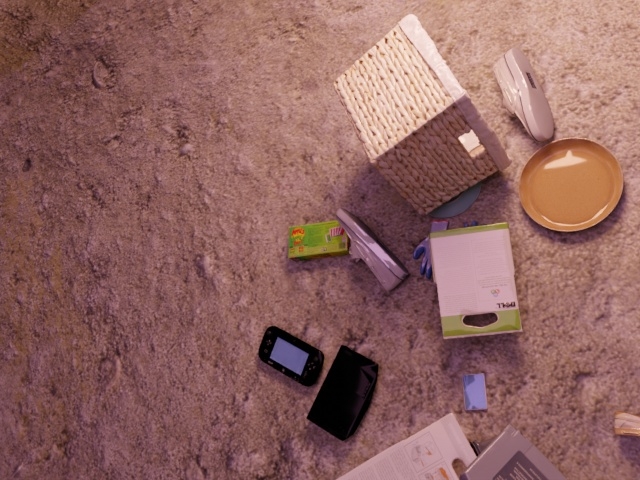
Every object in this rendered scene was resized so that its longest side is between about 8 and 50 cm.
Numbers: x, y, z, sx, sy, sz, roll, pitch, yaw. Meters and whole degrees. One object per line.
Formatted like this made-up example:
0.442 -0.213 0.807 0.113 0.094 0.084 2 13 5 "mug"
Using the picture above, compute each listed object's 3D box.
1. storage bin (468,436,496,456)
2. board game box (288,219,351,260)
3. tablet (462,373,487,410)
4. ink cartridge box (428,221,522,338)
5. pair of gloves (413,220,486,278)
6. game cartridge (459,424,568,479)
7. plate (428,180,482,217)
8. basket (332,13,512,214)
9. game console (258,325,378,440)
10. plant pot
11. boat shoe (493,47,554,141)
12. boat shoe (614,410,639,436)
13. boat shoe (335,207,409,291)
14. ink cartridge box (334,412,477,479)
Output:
0.396 0.501 1.481 0.091 0.098 0.135 -18 64 -9 "storage bin"
0.000 0.000 1.855 0.181 0.043 0.092 -8 71 24 "board game box"
0.366 0.359 1.581 0.054 0.006 0.083 -10 70 24 "tablet"
0.368 0.099 1.592 0.188 0.097 0.255 -8 80 13 "ink cartridge box"
0.333 0.024 1.691 0.198 0.023 0.159 6 77 27 "pair of gloves"
0.438 0.553 1.373 0.198 0.062 0.297 -35 70 -24 "game cartridge"
0.327 -0.151 1.747 0.188 0.024 0.188 -8 72 24 "plate"
0.243 -0.300 1.641 0.266 0.328 0.331 -33 52 17 "basket"
-0.024 0.352 1.760 0.361 0.044 0.213 24 86 31 "game console"
0.598 -0.131 1.599 0.236 0.032 0.237 -8 72 25 "plant pot"
0.504 -0.356 1.685 0.088 0.096 0.268 -36 64 45 "boat shoe"
0.694 0.400 1.373 0.170 0.063 0.059 8 81 38 "boat shoe"
0.116 0.023 1.750 0.084 0.095 0.258 -47 68 14 "boat shoe"
0.226 0.619 1.512 0.385 0.091 0.308 -36 61 17 "ink cartridge box"
